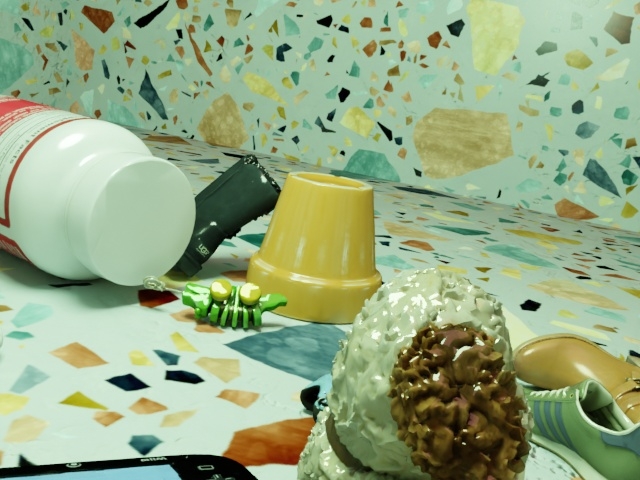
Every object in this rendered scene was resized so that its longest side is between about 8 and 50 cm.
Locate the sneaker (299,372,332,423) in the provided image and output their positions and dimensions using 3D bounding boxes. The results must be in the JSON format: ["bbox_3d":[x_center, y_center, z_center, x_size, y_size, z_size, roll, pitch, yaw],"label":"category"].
[{"bbox_3d":[0.032,0.165,0.618,0.073,0.063,0.162,-12,7,-25],"label":"sneaker"}]

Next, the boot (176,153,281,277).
[{"bbox_3d":[-0.181,-0.061,1.101,0.207,0.094,0.246,-40,34,-8],"label":"boot"}]

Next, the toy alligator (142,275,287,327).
[{"bbox_3d":[-0.139,0.084,0.859,0.190,0.056,0.051,8,54,-6],"label":"toy alligator"}]

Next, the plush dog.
[{"bbox_3d":[0.055,0.126,0.416,0.211,0.225,0.262,10,13,2],"label":"plush dog"}]

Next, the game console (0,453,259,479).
[{"bbox_3d":[-0.204,0.133,0.330,0.362,0.043,0.213,5,9,-27],"label":"game console"}]

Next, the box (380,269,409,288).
[{"bbox_3d":[0.121,0.102,0.837,0.087,0.101,0.101,16,15,20],"label":"box"}]

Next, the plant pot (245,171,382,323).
[{"bbox_3d":[0.000,0.000,0.995,0.205,0.187,0.205,8,13,-2],"label":"plant pot"}]

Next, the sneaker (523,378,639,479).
[{"bbox_3d":[0.255,0.172,0.658,0.064,0.086,0.192,3,14,-23],"label":"sneaker"}]

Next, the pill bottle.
[{"bbox_3d":[-0.384,-0.075,0.971,0.408,0.228,0.229,19,16,34],"label":"pill bottle"}]

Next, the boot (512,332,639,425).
[{"bbox_3d":[0.324,0.172,0.750,0.197,0.072,0.152,6,17,0],"label":"boot"}]

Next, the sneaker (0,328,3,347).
[{"bbox_3d":[-0.393,0.092,0.661,0.152,0.053,0.061,15,4,0],"label":"sneaker"}]
